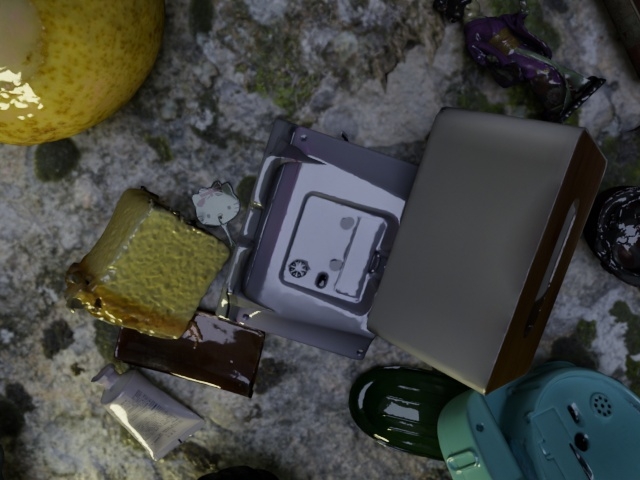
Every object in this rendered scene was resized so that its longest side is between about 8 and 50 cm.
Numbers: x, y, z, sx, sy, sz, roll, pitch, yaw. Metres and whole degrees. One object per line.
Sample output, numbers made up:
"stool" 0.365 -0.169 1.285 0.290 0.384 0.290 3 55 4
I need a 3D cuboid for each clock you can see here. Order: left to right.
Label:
"clock" 0.000 0.000 0.578 0.187 0.083 0.253 17 97 -3
"clock" 0.281 0.241 0.553 0.274 0.094 0.223 -15 65 -24

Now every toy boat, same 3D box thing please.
"toy boat" 0.138 0.215 0.624 0.210 0.052 0.104 12 82 -2

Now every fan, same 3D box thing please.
"fan" -0.120 -0.029 0.612 0.056 0.004 0.083 -24 97 2

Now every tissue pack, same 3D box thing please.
"tissue pack" 0.172 0.007 0.522 0.136 0.159 0.246 22 99 36

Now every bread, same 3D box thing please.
"bread" -0.197 0.029 0.579 0.152 0.127 0.147 36 89 -31

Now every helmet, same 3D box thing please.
"helmet" 0.358 -0.009 0.586 0.098 0.070 0.123 -35 103 10

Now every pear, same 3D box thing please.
"pear" -0.286 -0.227 0.480 0.271 0.271 0.271 0 98 0

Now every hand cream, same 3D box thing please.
"hand cream" -0.221 0.208 0.628 0.084 0.053 0.142 -37 112 5

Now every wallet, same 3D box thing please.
"wallet" -0.159 0.127 0.622 0.176 0.026 0.095 14 97 2

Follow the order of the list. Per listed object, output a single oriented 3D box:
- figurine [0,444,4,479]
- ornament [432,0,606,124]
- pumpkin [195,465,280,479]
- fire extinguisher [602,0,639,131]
"figurine" -0.431 0.346 0.598 0.193 0.140 0.265 -7 85 -22
"ornament" 0.213 -0.214 0.552 0.081 0.088 0.203 -41 87 27
"pumpkin" -0.096 0.375 0.568 0.221 0.162 0.220 13 62 -26
"fire extinguisher" 0.364 -0.221 0.564 0.106 0.075 0.252 -25 100 31
